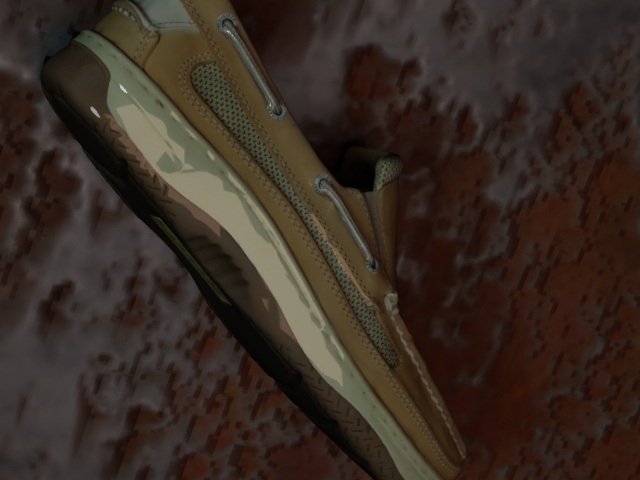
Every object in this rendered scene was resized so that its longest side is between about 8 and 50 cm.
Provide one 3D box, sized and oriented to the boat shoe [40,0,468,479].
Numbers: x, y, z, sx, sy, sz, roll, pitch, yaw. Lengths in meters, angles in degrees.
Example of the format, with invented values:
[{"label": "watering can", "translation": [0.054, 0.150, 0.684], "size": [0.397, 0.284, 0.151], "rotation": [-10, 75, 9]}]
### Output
[{"label": "boat shoe", "translation": [0.000, 0.000, 0.554], "size": [0.072, 0.068, 0.190], "rotation": [-42, 119, -12]}]
